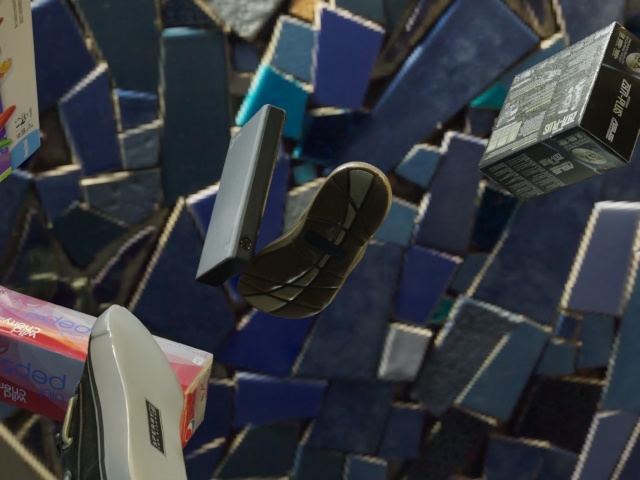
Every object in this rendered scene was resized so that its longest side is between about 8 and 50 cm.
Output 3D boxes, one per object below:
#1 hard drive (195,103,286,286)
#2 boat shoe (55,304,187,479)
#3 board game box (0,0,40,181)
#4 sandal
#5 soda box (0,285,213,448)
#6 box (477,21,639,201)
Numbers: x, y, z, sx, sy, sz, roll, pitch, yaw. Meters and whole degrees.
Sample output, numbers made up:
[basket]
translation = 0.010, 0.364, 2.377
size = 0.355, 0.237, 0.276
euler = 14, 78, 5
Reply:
[hard drive]
translation = -0.066, -0.036, 0.846
size = 0.094, 0.022, 0.135
euler = -31, 44, 62
[boat shoe]
translation = -0.129, 0.117, 0.622
size = 0.078, 0.070, 0.219
euler = 51, -171, -29
[board game box]
translation = -0.274, -0.072, 0.577
size = 0.078, 0.233, 0.347
euler = 42, 158, 2
[sandal]
translation = 0.000, 0.000, 0.817
size = 0.180, 0.072, 0.049
euler = -51, 7, 34
[soda box]
translation = -0.253, 0.137, 1.083
size = 0.083, 0.263, 0.092
euler = -56, -21, -61
[box]
translation = 0.282, -0.142, 1.162
size = 0.180, 0.077, 0.147
euler = -24, 37, 59
